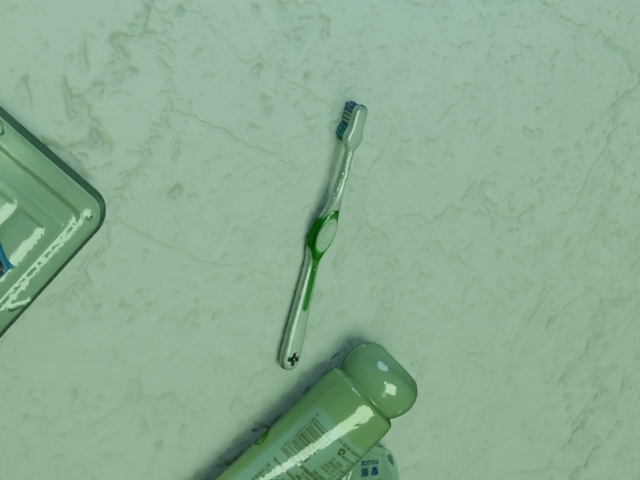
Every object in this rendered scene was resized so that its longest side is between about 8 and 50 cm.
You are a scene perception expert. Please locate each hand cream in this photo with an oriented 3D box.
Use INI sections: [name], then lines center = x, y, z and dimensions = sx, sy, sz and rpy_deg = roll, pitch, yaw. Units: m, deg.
[hand cream]
center = -0.021, 0.244, 1.273
dimensions = 0.306, 0.093, 0.147
rpy_deg = -45, 131, -4

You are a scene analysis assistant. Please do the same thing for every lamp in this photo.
[lamp]
center = -0.359, -0.010, 0.992
dimensions = 0.269, 0.047, 0.266
rpy_deg = -49, 125, -5

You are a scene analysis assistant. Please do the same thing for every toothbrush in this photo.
[toothbrush]
center = 0.001, 0.001, 1.219
dimensions = 0.030, 0.030, 0.303
rpy_deg = 5, 108, -32

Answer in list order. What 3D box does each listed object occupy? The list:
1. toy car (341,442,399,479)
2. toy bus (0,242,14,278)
[toy car]
center = 0.042, 0.336, 1.371
dimensions = 0.095, 0.056, 0.204
rpy_deg = -1, 111, -29
[toy bus]
center = -0.296, 0.000, 0.980
dimensions = 0.046, 0.038, 0.083
rpy_deg = -27, 122, -23
